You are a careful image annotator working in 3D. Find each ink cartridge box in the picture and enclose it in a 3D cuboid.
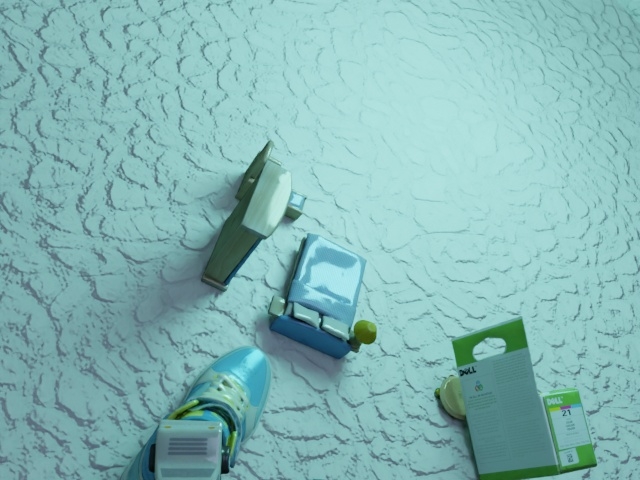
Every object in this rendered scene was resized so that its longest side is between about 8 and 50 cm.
[{"bbox_3d":[0.339,0.270,1.392,0.097,0.189,0.255,0,72,-33],"label":"ink cartridge box"}]

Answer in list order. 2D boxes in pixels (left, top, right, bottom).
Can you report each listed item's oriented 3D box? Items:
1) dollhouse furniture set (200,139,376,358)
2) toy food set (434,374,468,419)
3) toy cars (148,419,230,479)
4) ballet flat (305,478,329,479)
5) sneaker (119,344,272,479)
[{"bbox_3d":[0.000,0.000,1.385,0.303,0.198,0.286,27,53,-13],"label":"dollhouse furniture set"},{"bbox_3d":[0.247,0.281,1.468,0.083,0.020,0.082,-20,73,-35],"label":"toy food set"},{"bbox_3d":[-0.230,0.391,0.974,0.176,0.087,0.393,42,85,-1],"label":"toy cars"},{"bbox_3d":[0.040,0.400,1.256,0.188,0.070,0.070,13,57,-22],"label":"ballet flat"},{"bbox_3d":[-0.139,0.246,1.155,0.127,0.208,0.319,38,51,-2],"label":"sneaker"}]
